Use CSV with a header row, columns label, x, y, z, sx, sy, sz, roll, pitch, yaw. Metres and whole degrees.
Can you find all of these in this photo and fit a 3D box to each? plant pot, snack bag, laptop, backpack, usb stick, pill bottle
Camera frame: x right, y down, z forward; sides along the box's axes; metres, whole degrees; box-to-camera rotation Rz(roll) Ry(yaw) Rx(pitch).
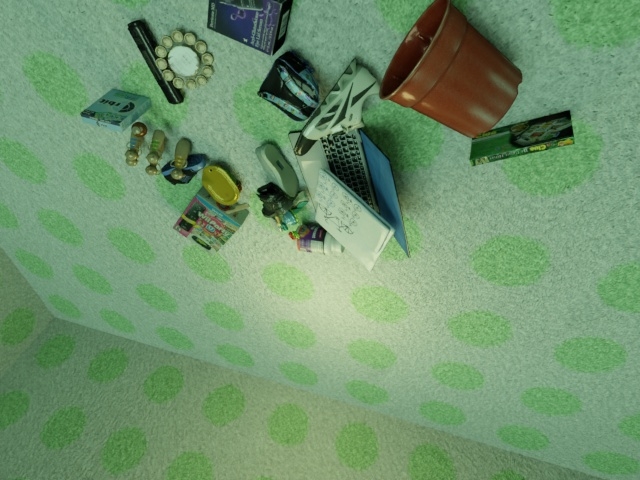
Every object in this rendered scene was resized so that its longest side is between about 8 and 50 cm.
label,x,y,z,sx,sy,sz,roll,pitch,yaw
plant pot,0.333,-0.409,1.108,0.264,0.273,0.272,27,139,-15
snack bag,0.095,-0.059,1.548,0.323,0.037,0.343,43,156,14
laptop,0.092,-0.158,1.473,0.407,0.236,0.382,0,132,24
backpack,-0.076,-0.456,1.326,0.173,0.117,0.158,37,135,-8
usb stick,-0.544,-0.583,1.465,0.077,0.045,0.278,18,143,41
pill bottle,0.000,0.000,1.769,0.193,0.108,0.108,8,136,16

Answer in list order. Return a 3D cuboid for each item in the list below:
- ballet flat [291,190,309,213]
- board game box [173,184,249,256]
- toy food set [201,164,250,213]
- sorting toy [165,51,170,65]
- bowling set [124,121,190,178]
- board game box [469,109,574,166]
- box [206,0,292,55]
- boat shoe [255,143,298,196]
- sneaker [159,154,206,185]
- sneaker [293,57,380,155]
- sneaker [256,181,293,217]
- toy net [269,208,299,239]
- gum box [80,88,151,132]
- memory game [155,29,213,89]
label,x,y,z,sx,sy,sz,roll,pitch,yaw
ballet flat,-0.089,-0.145,1.705,0.057,0.053,0.168,-6,166,-31
board game box,-0.478,-0.087,1.907,0.224,0.098,0.303,37,136,-15
toy food set,-0.374,-0.215,1.745,0.128,0.071,0.218,-20,118,28
sorting toy,-0.471,-0.577,1.444,0.101,0.042,0.061,25,138,-1
bowling set,-0.653,-0.336,1.635,0.286,0.154,0.200,8,172,19
board game box,0.549,-0.280,1.217,0.259,0.136,0.030,-9,132,32
box,-0.194,-0.634,1.212,0.206,0.108,0.153,22,139,1
boat shoe,-0.160,-0.257,1.616,0.081,0.079,0.228,11,143,45
sneaker,-0.531,-0.276,1.758,0.232,0.082,0.090,-4,141,31
sneaker,0.050,-0.356,1.312,0.146,0.122,0.330,38,117,-11
sneaker,-0.193,-0.157,1.689,0.130,0.087,0.227,51,162,-13
toy net,-0.139,-0.062,1.763,0.122,0.045,0.232,57,160,-14
gum box,-0.721,-0.464,1.565,0.156,0.185,0.041,16,137,8
memory game,-0.434,-0.572,1.409,0.186,0.012,0.186,-2,129,-3
